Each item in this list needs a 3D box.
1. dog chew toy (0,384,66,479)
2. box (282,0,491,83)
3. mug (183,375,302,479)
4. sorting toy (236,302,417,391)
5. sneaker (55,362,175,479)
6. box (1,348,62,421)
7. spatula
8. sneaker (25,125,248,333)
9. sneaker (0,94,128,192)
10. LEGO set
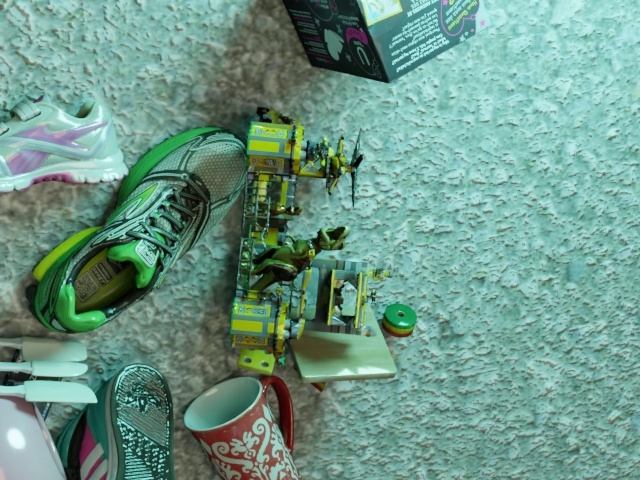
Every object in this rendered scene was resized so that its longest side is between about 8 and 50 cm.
[{"bbox_3d":[-0.479,0.306,1.839,0.332,0.206,0.207,-22,108,-8],"label":"dog chew toy"},{"bbox_3d":[0.074,-0.301,1.928,0.163,0.247,0.142,-30,112,-15],"label":"box"},{"bbox_3d":[-0.080,0.273,2.050,0.150,0.113,0.169,-31,114,-13],"label":"mug"},{"bbox_3d":[0.010,0.149,2.060,0.274,0.132,0.046,-1,130,-19],"label":"sorting toy"},{"bbox_3d":[-0.266,0.317,1.936,0.124,0.178,0.295,13,65,-25],"label":"sneaker"},{"bbox_3d":[-0.369,0.184,1.955,0.067,0.018,0.083,22,91,-26],"label":"box"},{"bbox_3d":[-0.399,0.153,1.862,0.242,0.168,0.019,3,116,-16],"label":"spatula"},{"bbox_3d":[-0.207,-0.003,1.919,0.343,0.146,0.134,-47,114,-11],"label":"sneaker"},{"bbox_3d":[-0.360,-0.119,1.863,0.252,0.103,0.111,-7,99,-29],"label":"sneaker"},{"bbox_3d":[0.000,0.000,1.938,0.192,0.255,0.331,5,82,1],"label":"LEGO set"}]
